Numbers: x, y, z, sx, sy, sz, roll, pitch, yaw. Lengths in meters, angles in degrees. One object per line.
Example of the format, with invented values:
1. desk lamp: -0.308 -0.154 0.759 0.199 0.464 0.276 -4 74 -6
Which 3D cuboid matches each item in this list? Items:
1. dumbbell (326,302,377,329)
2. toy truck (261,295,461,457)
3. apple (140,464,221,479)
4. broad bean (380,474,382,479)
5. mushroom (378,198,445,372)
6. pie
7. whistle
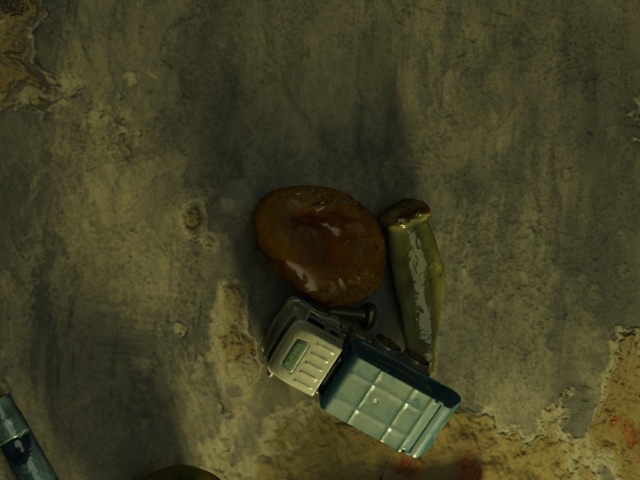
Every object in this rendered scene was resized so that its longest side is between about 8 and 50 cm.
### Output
1. dumbbell: 0.047 0.137 1.900 0.118 0.046 0.052 9 85 -16
2. toy truck: 0.075 0.246 1.811 0.367 0.175 0.146 29 101 -10
3. apple: -0.243 0.488 1.702 0.207 0.174 0.188 -14 107 -20
4. broad bean: 0.219 0.485 1.911 0.226 0.039 0.069 8 75 -15
5. mushroom: 0.189 0.085 1.931 0.107 0.087 0.333 -13 90 -13
6. pie: 0.001 0.000 1.856 0.273 0.069 0.273 13 55 -20
7. whistle: -0.475 0.400 1.699 0.062 0.062 0.304 -29 91 -18
